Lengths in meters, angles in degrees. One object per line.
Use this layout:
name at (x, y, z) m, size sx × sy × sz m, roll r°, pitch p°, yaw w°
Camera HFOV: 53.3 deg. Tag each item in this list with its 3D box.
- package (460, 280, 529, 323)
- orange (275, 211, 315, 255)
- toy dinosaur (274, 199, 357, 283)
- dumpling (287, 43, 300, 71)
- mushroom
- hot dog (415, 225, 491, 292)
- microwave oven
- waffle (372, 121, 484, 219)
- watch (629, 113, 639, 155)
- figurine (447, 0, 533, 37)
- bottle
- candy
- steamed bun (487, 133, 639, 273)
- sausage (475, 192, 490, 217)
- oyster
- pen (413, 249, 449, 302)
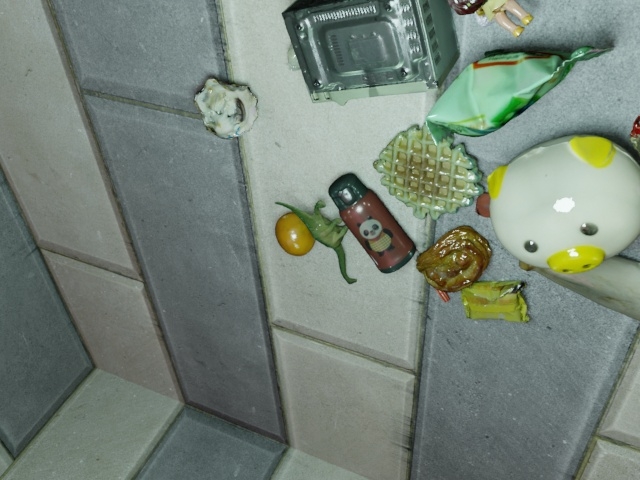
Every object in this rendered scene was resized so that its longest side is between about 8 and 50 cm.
package at (0.549, 0.191, 2.029) m, size 0.226 × 0.090 × 0.168 m, roll -1°, pitch 125°, yaw 30°
orange at (-0.082, -0.024, 2.185) m, size 0.124 × 0.156 × 0.156 m, roll -31°, pitch 110°, yaw 25°
toy dinosaur at (0.000, 0.000, 2.156) m, size 0.446 × 0.087 × 0.301 m, roll 21°, pitch 139°, yaw -20°
dumpling at (-0.062, -0.515, 1.780) m, size 0.057 × 0.076 × 0.052 m, roll 7°, pitch 171°, yaw 3°
mushroom at (0.762, 0.095, 1.773) m, size 0.407 × 0.138 × 0.154 m, roll 23°, pitch 151°, yaw 3°
hot dog at (0.400, 0.073, 1.981) m, size 0.175 × 0.114 × 0.259 m, roll 37°, pitch 134°, yaw -9°
microwave oven at (0.121, -0.498, 1.554) m, size 0.354 × 0.219 × 0.287 m, roll 2°, pitch 131°, yaw 31°
waffle at (0.310, -0.193, 1.840) m, size 0.292 × 0.056 × 0.309 m, roll 45°, pitch 139°, yaw -11°
watch at (0.836, -0.200, 1.461) m, size 0.268 × 0.102 × 0.165 m, roll 40°, pitch 160°, yaw -3°
figurine at (0.366, -0.552, 1.421) m, size 0.240 × 0.116 × 0.175 m, roll 35°, pitch 139°, yaw -1°
bottle at (0.152, -0.060, 2.010) m, size 0.144 × 0.144 × 0.336 m, roll -24°, pitch 112°, yaw 44°
candy at (0.445, -0.352, 1.451) m, size 0.397 × 0.263 × 0.172 m, roll -13°, pitch 109°, yaw 40°
steamed bun at (0.601, -0.090, 1.566) m, size 0.373 × 0.334 × 0.334 m, roll -23°, pitch 114°, yaw 39°
sausage at (0.503, -0.100, 1.797) m, size 0.141 × 0.076 × 0.076 m, roll 1°, pitch 129°, yaw 33°
oyster at (-0.285, -0.414, 2.000) m, size 0.222 × 0.083 × 0.214 m, roll 9°, pitch 137°, yaw 19°
pen at (0.363, 0.113, 2.122) m, size 0.028 × 0.028 × 0.239 m, roll -17°, pitch 118°, yaw 42°
